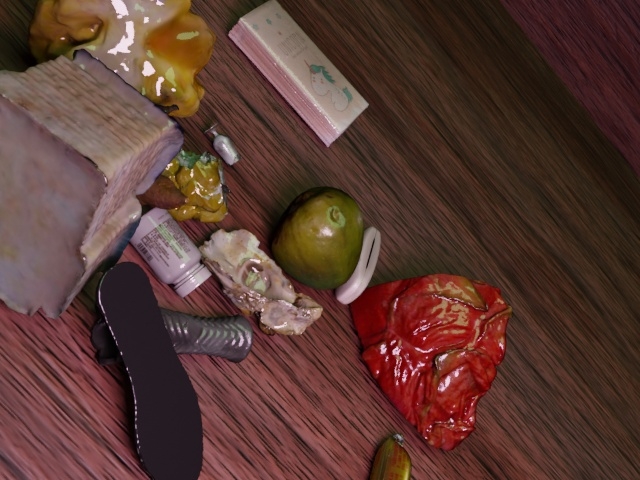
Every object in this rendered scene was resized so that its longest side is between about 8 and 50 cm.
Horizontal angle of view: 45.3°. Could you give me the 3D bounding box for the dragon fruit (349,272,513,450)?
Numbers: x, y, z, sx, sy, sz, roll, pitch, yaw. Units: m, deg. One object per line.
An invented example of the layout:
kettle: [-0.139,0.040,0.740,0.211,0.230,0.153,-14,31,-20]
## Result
dragon fruit: [0.241,0.237,1.495,0.240,0.303,0.330,29,48,-69]

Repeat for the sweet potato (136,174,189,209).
sweet potato: [-0.277,-0.082,1.197,0.218,0.065,0.051,25,20,36]

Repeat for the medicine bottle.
medicine bottle: [-0.240,0.019,1.220,0.140,0.079,0.079,52,39,-6]

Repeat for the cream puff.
cream puff: [-0.223,-0.094,1.297,0.156,0.156,0.121,-5,110,-47]

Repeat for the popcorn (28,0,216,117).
popcorn: [-0.314,-0.325,1.267,0.297,0.281,0.315,38,82,-28]

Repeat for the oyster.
oyster: [-0.110,0.080,1.303,0.233,0.107,0.161,37,32,1]

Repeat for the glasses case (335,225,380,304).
glasses case: [0.075,0.046,1.510,0.051,0.081,0.204,38,35,-14]

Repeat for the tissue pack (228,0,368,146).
tissue pack: [-0.044,-0.374,1.695,0.325,0.071,0.170,47,42,-9]

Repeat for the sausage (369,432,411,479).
sausage: [0.096,0.471,1.257,0.082,0.082,0.371,41,41,-17]

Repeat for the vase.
vase: [-0.213,0.139,1.154,0.238,0.115,0.115,13,55,-43]

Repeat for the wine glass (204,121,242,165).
wine glass: [-0.181,-0.182,1.450,0.083,0.039,0.042,54,31,-6]

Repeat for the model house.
model house: [-0.336,-0.093,1.038,0.243,0.298,0.284,40,36,1]

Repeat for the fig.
fig: [0.000,0.000,1.402,0.181,0.181,0.191,-53,129,-49]

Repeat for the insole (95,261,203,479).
insole: [-0.229,0.195,1.056,0.119,0.009,0.348,-32,113,-47]
